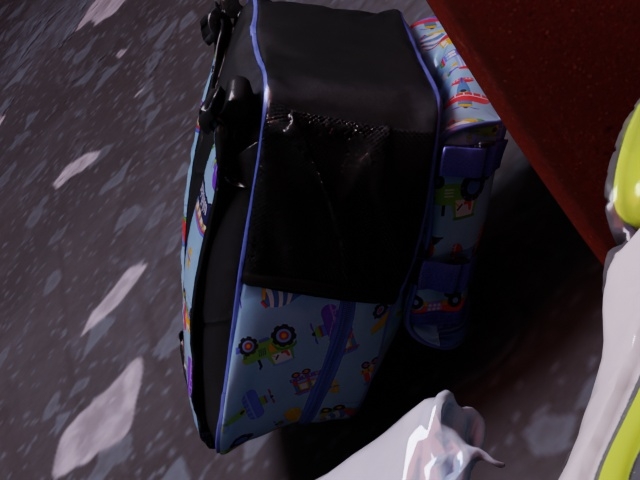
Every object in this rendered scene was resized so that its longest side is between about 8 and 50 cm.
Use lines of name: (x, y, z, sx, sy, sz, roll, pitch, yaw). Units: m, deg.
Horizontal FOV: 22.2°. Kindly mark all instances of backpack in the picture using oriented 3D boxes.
backpack: (0.000, 0.000, 0.668, 0.158, 0.116, 0.173, -101, 18, -67)

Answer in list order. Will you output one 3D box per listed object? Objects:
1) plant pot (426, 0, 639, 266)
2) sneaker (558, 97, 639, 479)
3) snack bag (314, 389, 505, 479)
plant pot: (0.125, -0.180, 0.590, 0.267, 0.236, 0.267, -41, 24, 16)
sneaker: (0.130, 0.056, 0.389, 0.121, 0.111, 0.300, -18, 42, 33)
snack bag: (-0.086, 0.231, 0.486, 0.342, 0.037, 0.323, -37, 29, 47)
